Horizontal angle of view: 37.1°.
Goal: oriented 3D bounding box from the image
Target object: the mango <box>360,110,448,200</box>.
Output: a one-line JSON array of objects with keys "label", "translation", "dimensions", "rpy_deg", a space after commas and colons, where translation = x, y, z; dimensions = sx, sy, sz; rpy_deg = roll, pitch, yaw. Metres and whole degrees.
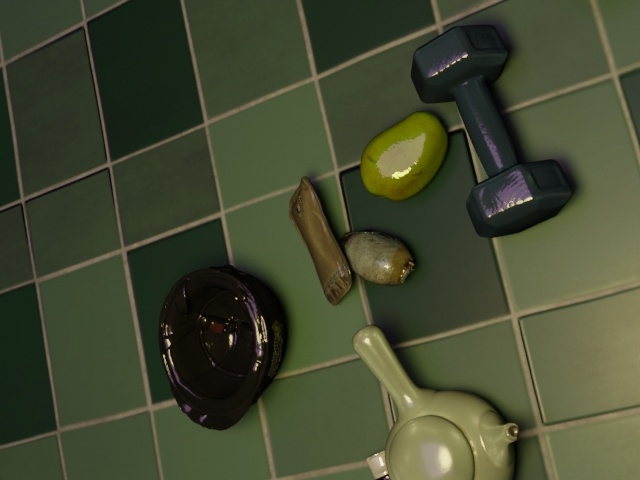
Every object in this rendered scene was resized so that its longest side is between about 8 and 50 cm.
[{"label": "mango", "translation": [0.139, -0.134, 1.566], "dimensions": [0.163, 0.089, 0.117], "rpy_deg": [-34, 71, 22]}]

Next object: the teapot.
[{"label": "teapot", "translation": [0.154, 0.299, 1.487], "dimensions": [0.318, 0.149, 0.220], "rpy_deg": [34, 101, 27]}]

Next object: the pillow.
[{"label": "pillow", "translation": [-0.001, 0.000, 1.640], "dimensions": [0.218, 0.033, 0.130], "rpy_deg": [68, 155, 18]}]

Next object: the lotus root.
[{"label": "lotus root", "translation": [0.088, 0.024, 1.591], "dimensions": [0.165, 0.088, 0.088], "rpy_deg": [25, 98, 41]}]

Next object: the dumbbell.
[{"label": "dumbbell", "translation": [0.258, -0.170, 1.472], "dimensions": [0.160, 0.144, 0.325], "rpy_deg": [-27, 72, 23]}]

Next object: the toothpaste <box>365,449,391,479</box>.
[{"label": "toothpaste", "translation": [0.136, 0.435, 1.550], "dimensions": [0.071, 0.045, 0.194], "rpy_deg": [-30, 77, 27]}]

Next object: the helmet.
[{"label": "helmet", "translation": [-0.154, 0.177, 1.668], "dimensions": [0.230, 0.160, 0.279], "rpy_deg": [8, 102, 30]}]
